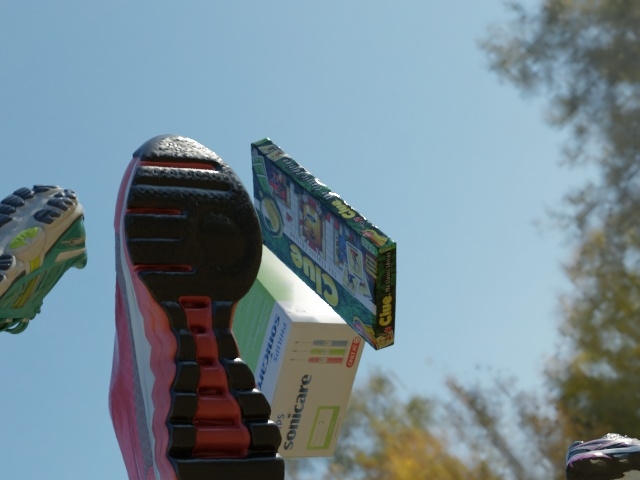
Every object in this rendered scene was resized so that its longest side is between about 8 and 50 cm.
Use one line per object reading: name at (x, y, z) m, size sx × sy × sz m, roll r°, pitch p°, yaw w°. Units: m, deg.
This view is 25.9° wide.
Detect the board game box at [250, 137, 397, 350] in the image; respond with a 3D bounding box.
board game box at (0.000, 0.000, 1.546) m, size 0.030 × 0.260 × 0.136 m, roll -23°, pitch -51°, yaw -24°

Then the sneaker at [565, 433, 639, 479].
sneaker at (0.410, 0.282, 1.842) m, size 0.077 × 0.178 × 0.072 m, roll -88°, pitch -1°, yaw -66°

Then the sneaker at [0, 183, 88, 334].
sneaker at (-0.319, 0.052, 1.383) m, size 0.275 × 0.107 × 0.110 m, roll -45°, pitch -44°, yaw -43°

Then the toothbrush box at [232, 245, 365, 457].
toothbrush box at (-0.066, 0.138, 1.911) m, size 0.122 × 0.283 × 0.206 m, roll 4°, pitch -68°, yaw -27°

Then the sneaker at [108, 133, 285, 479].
sneaker at (-0.119, 0.074, 1.028) m, size 0.116 × 0.313 × 0.136 m, roll 9°, pitch -26°, yaw -35°
